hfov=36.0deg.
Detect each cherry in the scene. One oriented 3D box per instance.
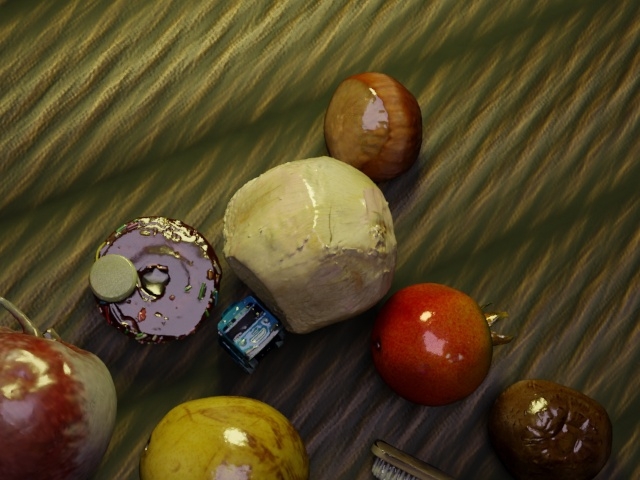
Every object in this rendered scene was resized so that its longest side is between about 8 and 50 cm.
[{"bbox_3d":[-0.483,0.292,1.593,0.292,0.326,0.334,19,110,-2],"label":"cherry"}]

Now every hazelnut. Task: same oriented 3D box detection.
[{"bbox_3d":[0.102,-0.213,1.850,0.214,0.176,0.214,-10,106,-36],"label":"hazelnut"}]

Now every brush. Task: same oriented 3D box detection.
[{"bbox_3d":[0.231,0.458,1.771,0.328,0.070,0.065,26,94,-3],"label":"brush"}]

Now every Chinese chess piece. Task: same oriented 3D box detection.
[{"bbox_3d":[-0.358,0.065,1.704,0.084,0.034,0.084,1,75,-4],"label":"Chinese chess piece"}]

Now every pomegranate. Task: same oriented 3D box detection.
[{"bbox_3d":[0.216,0.181,1.749,0.257,0.221,0.220,-14,80,-12],"label":"pomegranate"}]

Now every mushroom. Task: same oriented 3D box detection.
[{"bbox_3d":[0.419,0.355,1.775,0.232,0.138,0.194,15,76,-4],"label":"mushroom"}]

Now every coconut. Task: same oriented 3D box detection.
[{"bbox_3d":[0.000,0.000,1.697,0.255,0.297,0.297,-33,82,24],"label":"coconut"}]

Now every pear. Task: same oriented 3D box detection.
[{"bbox_3d":[-0.161,0.387,1.632,0.281,0.280,0.280,2,77,-7],"label":"pear"}]

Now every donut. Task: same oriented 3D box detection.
[{"bbox_3d":[-0.295,0.075,1.770,0.235,0.089,0.235,2,77,-8],"label":"donut"}]

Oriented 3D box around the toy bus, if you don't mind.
[{"bbox_3d":[-0.126,0.165,1.724,0.090,0.184,0.106,-43,83,-14],"label":"toy bus"}]
